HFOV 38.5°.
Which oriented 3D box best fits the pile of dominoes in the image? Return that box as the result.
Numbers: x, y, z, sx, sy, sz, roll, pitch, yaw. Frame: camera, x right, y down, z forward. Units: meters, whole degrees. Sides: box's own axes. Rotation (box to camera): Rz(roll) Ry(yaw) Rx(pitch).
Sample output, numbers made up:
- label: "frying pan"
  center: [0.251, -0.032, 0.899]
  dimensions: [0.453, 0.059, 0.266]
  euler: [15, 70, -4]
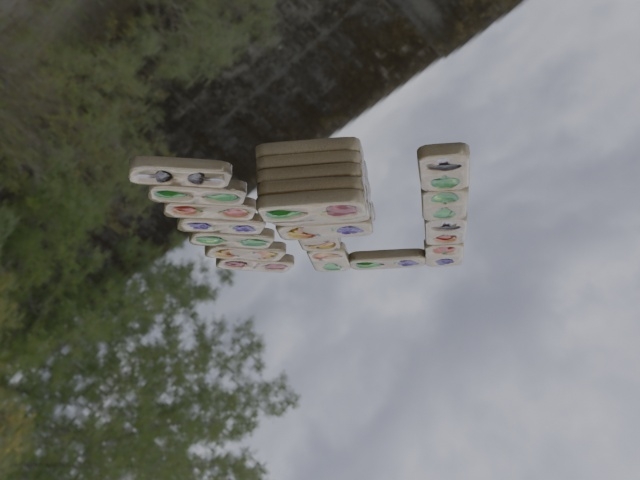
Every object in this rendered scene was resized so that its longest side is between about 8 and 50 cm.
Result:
- label: "pile of dominoes"
  center: [0.000, 0.000, 0.606]
  dimensions: [0.251, 0.196, 0.040]
  euler: [65, 22, -71]
